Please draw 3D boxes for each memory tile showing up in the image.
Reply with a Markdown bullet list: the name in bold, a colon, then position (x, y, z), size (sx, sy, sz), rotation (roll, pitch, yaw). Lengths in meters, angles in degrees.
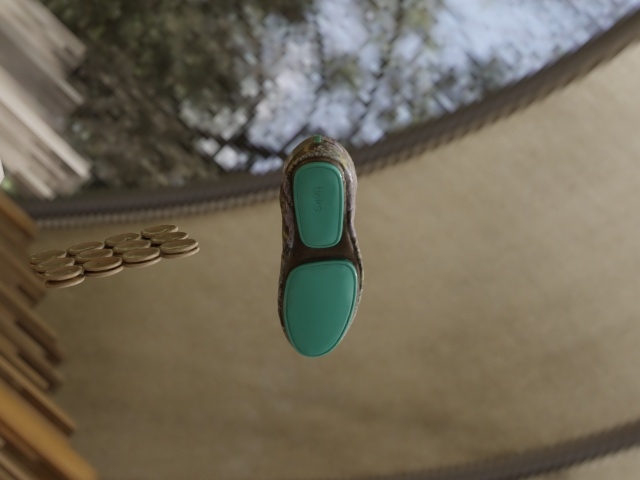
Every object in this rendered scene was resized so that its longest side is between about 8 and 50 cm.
- **memory tile**: position (-0.192, 0.014, 1.679), size (0.148, 0.012, 0.113), rotation (-13, -165, -18)

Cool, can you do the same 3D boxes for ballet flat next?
- **ballet flat**: position (0.000, 0.000, 0.836), size (0.041, 0.041, 0.114), rotation (-69, 164, -53)

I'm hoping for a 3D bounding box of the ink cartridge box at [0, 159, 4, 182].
- **ink cartridge box**: position (-0.324, -0.138, 1.271), size (0.115, 0.272, 0.198), rotation (-10, -164, 4)
